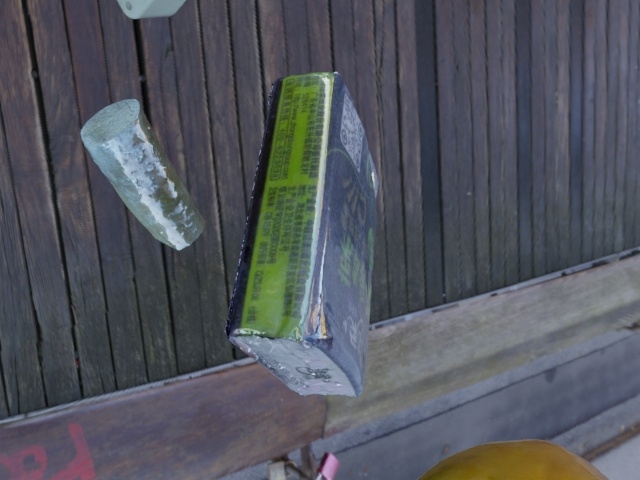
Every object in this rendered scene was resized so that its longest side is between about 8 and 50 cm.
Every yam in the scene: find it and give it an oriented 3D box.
[{"bbox_3d":[-0.185,-0.062,0.584,0.068,0.068,0.169,-40,137,-21],"label":"yam"}]

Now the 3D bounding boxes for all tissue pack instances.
[{"bbox_3d":[0.000,0.000,0.788,0.288,0.124,0.394,58,34,-57],"label":"tissue pack"}]

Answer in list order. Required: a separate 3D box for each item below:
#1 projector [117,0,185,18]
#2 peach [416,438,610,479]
[{"bbox_3d":[-0.143,-0.358,0.432,0.079,0.259,0.257,-32,97,-48],"label":"projector"},{"bbox_3d":[0.223,0.359,0.578,0.308,0.289,0.289,35,78,-39],"label":"peach"}]
